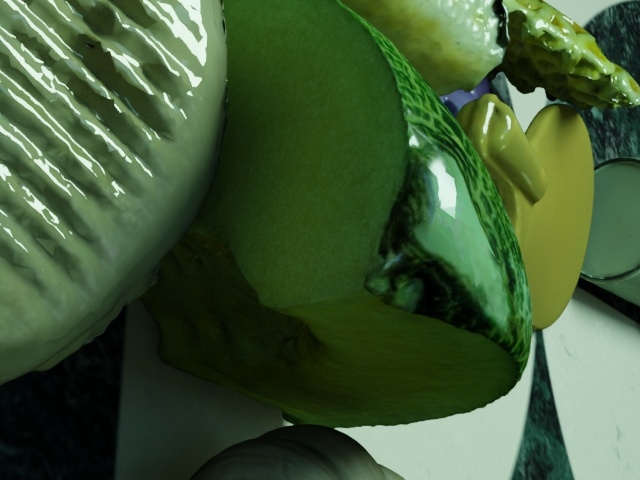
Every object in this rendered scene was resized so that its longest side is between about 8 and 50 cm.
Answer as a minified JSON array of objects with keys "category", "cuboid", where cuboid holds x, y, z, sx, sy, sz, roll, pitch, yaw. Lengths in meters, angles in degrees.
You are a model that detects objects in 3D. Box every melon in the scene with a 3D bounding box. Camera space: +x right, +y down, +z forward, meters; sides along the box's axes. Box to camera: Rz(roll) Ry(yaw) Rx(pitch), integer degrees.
[{"category":"melon","cuboid":[0.000,0.000,1.014,0.226,0.343,0.331,-24,106,-38]}]

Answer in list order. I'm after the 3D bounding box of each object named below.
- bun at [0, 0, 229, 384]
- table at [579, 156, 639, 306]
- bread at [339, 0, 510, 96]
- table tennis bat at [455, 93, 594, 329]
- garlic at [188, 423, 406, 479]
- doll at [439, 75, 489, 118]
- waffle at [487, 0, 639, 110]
[{"category":"bun","cuboid":[-0.217,-0.101,0.890,0.326,0.234,0.362,8,82,-44]},{"category":"table","cuboid":[0.343,0.012,1.641,0.220,0.126,0.126,25,54,-45]},{"category":"bread","cuboid":[-0.036,-0.286,1.214,0.264,0.239,0.395,-2,76,-49]},{"category":"table tennis bat","cuboid":[0.183,-0.040,1.435,0.321,0.050,0.198,42,62,-59]},{"category":"garlic","cuboid":[-0.018,0.224,1.039,0.228,0.152,0.228,40,37,-39]},{"category":"doll","cuboid":[0.094,-0.088,1.410,0.110,0.067,0.206,25,59,-5]},{"category":"waffle","cuboid":[0.168,-0.180,1.462,0.223,0.204,0.054,32,83,-27]}]
